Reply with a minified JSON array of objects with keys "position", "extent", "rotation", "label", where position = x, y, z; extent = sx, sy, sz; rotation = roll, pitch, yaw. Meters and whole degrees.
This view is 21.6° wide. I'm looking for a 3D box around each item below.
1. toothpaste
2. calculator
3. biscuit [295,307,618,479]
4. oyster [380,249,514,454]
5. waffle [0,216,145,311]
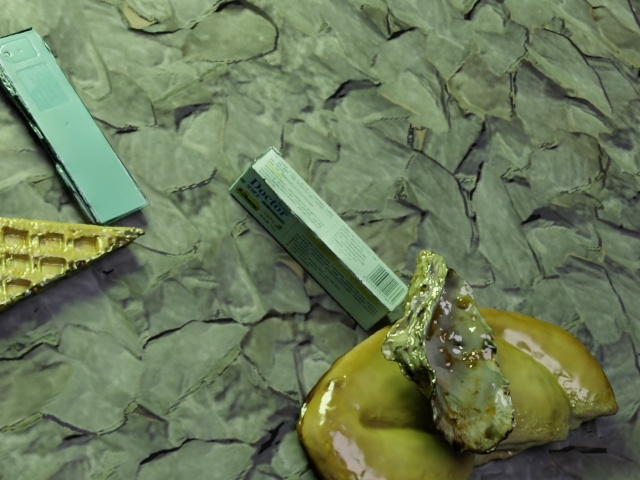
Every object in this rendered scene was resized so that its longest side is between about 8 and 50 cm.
[{"position":[0.000,0.000,1.336],"extent":[0.164,0.046,0.034],"rotation":[46,50,0],"label":"toothpaste"},{"position":[-0.198,-0.087,1.286],"extent":[0.057,0.018,0.172],"rotation":[-29,80,-38],"label":"calculator"},{"position":[0.107,0.125,1.329],"extent":[0.299,0.045,0.154],"rotation":[-23,75,-39],"label":"biscuit"},{"position":[0.095,0.082,1.282],"extent":[0.105,0.056,0.177],"rotation":[11,55,-41],"label":"oyster"},{"position":[-0.196,0.027,1.215],"extent":[0.153,0.023,0.097],"rotation":[6,61,-29],"label":"waffle"}]
